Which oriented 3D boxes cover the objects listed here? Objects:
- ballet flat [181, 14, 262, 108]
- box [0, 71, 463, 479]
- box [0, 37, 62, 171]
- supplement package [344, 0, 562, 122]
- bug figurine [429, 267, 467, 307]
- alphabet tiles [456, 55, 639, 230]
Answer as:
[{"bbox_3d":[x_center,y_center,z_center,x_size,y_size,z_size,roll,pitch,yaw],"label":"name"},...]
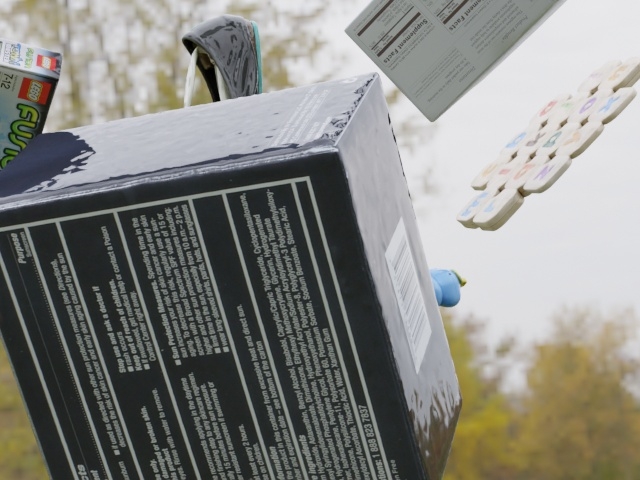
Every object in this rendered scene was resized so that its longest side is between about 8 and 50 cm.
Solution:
[{"bbox_3d":[-0.097,-0.109,1.932,0.096,0.280,0.095,-8,-17,-19],"label":"ballet flat"},{"bbox_3d":[-0.073,0.054,1.360,0.294,0.296,0.182,-9,21,16],"label":"box"},{"bbox_3d":[-0.298,-0.086,1.509,0.114,0.036,0.207,13,-48,-13],"label":"box"},{"bbox_3d":[0.190,-0.287,1.946,0.262,0.145,0.204,-43,-1,32],"label":"supplement package"},{"bbox_3d":[0.000,0.000,1.641,0.216,0.279,0.072,-23,-28,-41],"label":"bug figurine"},{"bbox_3d":[0.284,-0.118,2.181,0.284,0.021,0.278,-47,11,-8],"label":"alphabet tiles"}]
